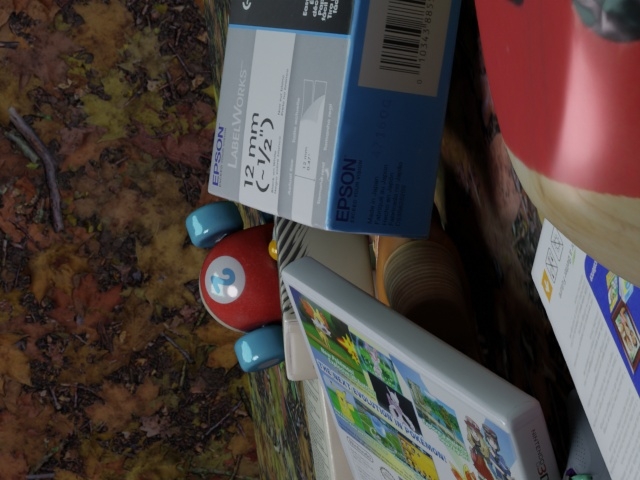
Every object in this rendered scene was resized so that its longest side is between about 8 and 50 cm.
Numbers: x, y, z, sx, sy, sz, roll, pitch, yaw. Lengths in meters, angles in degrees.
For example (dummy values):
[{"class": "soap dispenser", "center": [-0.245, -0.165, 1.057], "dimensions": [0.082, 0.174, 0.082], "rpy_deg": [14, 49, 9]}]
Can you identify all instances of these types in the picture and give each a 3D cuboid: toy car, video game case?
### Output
[{"class": "toy car", "center": [-0.033, 0.013, 1.918], "dimensions": [0.219, 0.210, 0.238], "rpy_deg": [67, 155, 15]}, {"class": "video game case", "center": [0.100, 0.190, 1.246], "dimensions": [0.329, 0.036, 0.300], "rpy_deg": [32, 146, 54]}]

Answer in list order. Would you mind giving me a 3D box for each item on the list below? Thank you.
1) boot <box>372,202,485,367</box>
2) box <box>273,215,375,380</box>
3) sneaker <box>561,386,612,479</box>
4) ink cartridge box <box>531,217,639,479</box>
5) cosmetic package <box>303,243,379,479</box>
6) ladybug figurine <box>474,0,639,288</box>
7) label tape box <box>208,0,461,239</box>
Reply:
[{"class": "boot", "center": [0.099, 0.094, 1.451], "dimensions": [0.220, 0.109, 0.283], "rpy_deg": [-100, -6, -56]}, {"class": "box", "center": [0.000, 0.000, 1.566], "dimensions": [0.113, 0.094, 0.275], "rpy_deg": [88, 176, -51]}, {"class": "sneaker", "center": [0.184, 0.204, 1.031], "dimensions": [0.083, 0.098, 0.224], "rpy_deg": [100, 158, -64]}, {"class": "ink cartridge box", "center": [0.212, 0.105, 0.873], "dimensions": [0.176, 0.069, 0.371], "rpy_deg": [94, 167, -52]}, {"class": "cosmetic package", "center": [0.051, 0.163, 1.708], "dimensions": [0.153, 0.129, 0.296], "rpy_deg": [-132, 33, -76]}, {"class": "ladybug figurine", "center": [0.154, -0.170, 0.647], "dimensions": [0.305, 0.161, 0.449], "rpy_deg": [-123, 26, -69]}, {"class": "label tape box", "center": [-0.020, -0.151, 1.400], "dimensions": [0.347, 0.115, 0.249], "rpy_deg": [17, 102, 57]}]
